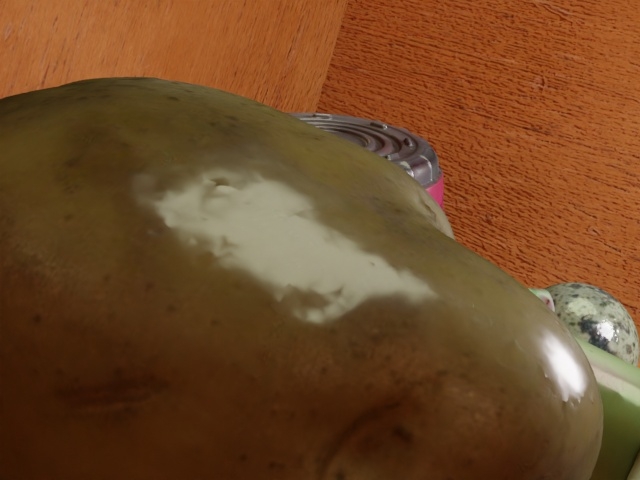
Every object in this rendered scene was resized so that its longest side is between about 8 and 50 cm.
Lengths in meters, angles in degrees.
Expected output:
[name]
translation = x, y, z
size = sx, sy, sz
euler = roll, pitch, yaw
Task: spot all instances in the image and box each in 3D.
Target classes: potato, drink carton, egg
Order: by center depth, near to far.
[potato]
translation = -0.052, 0.051, 0.632
size = 0.326, 0.221, 0.243
euler = 29, 18, 17
[drink carton]
translation = 0.184, 0.127, 1.107
size = 0.142, 0.144, 0.146
euler = 26, 9, 28
[egg]
translation = 0.261, 0.112, 1.553
size = 0.132, 0.132, 0.172
euler = 19, -8, 26

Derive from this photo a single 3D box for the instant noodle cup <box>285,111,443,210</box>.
[instant noodle cup]
translation = 0.000, 0.000, 1.233
size = 0.303, 0.181, 0.258
euler = -2, 20, -19
